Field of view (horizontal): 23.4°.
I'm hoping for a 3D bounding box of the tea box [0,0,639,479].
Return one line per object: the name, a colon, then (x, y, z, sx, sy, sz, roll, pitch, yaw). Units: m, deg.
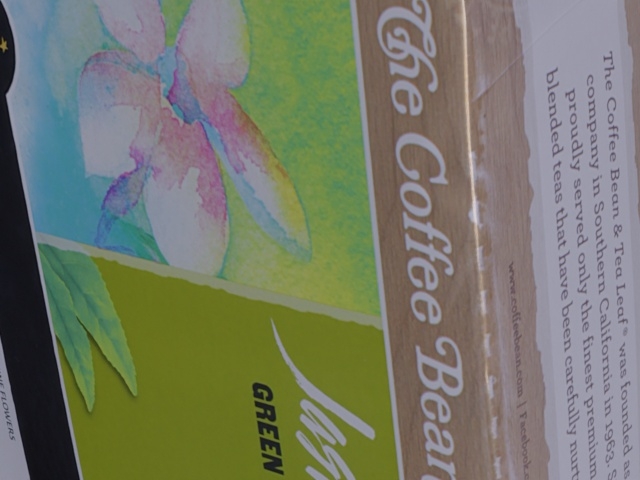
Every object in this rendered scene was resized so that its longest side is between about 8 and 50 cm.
tea box: (0.000, 0.000, 0.632, 0.220, 0.323, 0.329, -30, 121, -44)
